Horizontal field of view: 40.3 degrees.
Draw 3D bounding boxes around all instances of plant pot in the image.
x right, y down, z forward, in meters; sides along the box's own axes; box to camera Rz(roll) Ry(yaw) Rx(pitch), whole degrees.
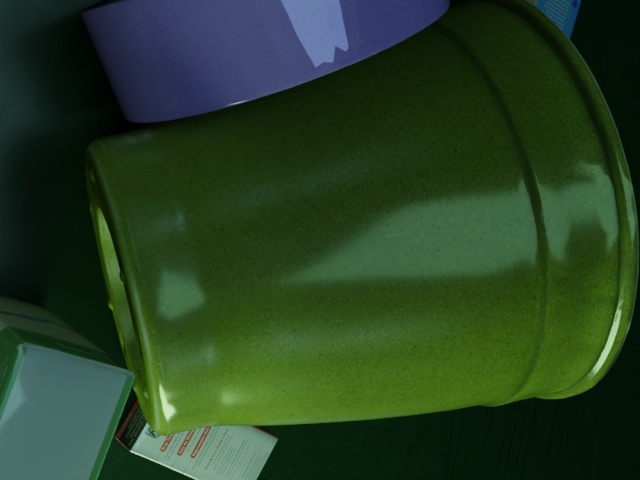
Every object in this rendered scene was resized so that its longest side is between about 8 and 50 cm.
[{"bbox_3d":[0.000,0.000,0.734,0.353,0.366,0.366,-13,105,-17],"label":"plant pot"}]

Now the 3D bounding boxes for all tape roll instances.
[{"bbox_3d":[-0.042,-0.186,0.687,0.275,0.275,0.090,-29,112,-25],"label":"tape roll"}]

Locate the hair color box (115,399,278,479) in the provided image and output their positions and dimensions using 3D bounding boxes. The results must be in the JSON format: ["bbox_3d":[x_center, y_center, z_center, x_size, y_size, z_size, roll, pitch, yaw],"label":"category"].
[{"bbox_3d":[-0.117,0.191,0.843,0.141,0.043,0.072,35,79,-33],"label":"hair color box"}]

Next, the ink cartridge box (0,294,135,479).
[{"bbox_3d":[-0.241,0.133,0.655,0.093,0.212,0.154,22,85,-36],"label":"ink cartridge box"}]

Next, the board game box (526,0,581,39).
[{"bbox_3d":[0.220,-0.277,0.973,0.160,0.047,0.210,19,87,-33],"label":"board game box"}]
